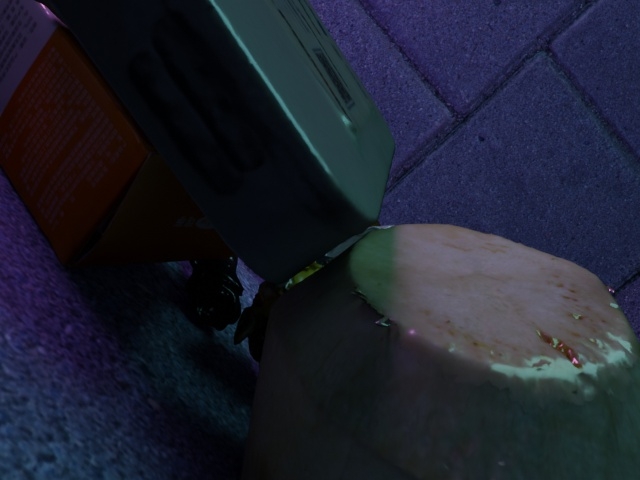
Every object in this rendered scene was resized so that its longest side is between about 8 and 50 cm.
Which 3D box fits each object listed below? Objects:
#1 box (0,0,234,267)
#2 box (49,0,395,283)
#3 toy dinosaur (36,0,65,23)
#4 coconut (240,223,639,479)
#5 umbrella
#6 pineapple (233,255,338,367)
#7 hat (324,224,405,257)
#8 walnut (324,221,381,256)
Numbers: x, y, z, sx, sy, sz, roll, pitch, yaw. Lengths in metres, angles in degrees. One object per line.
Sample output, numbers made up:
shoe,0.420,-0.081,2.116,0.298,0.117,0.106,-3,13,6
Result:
box,-0.210,-0.138,0.696,0.341,0.143,0.225,51,25,20
box,-0.082,-0.192,0.567,0.395,0.111,0.396,56,17,-9
toy dinosaur,-0.171,-0.187,0.580,0.200,0.072,0.251,32,16,-40
coconut,0.092,0.157,0.515,0.323,0.323,0.323,46,8,-8
umbrella,-0.124,0.034,0.813,0.235,0.059,0.066,-115,-176,-73
pineapple,0.018,0.100,0.748,0.335,0.161,0.158,33,50,-31
hat,0.060,0.133,1.047,0.301,0.168,0.257,85,6,-64
walnut,0.000,0.000,1.150,0.298,0.203,0.203,43,8,-44
